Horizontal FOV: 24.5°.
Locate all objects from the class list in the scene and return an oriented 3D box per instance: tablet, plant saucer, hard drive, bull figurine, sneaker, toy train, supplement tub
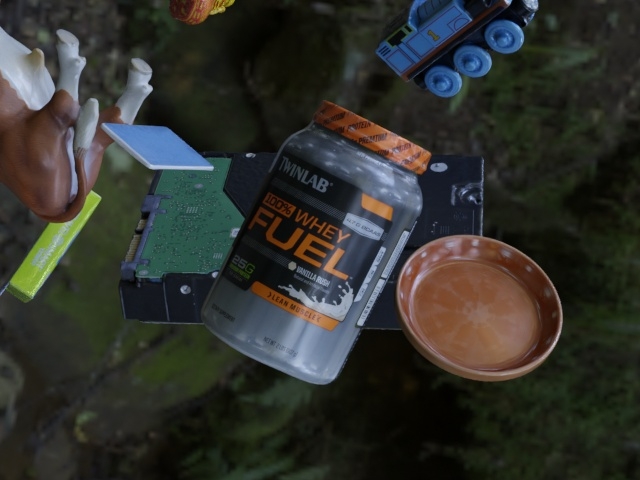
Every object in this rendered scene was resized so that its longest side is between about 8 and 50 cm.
[{"bbox_3d":[-0.116,-0.066,1.052,0.006,0.054,0.083,-57,158,18],"label":"tablet"},{"bbox_3d":[0.077,0.034,0.721,0.013,0.083,0.083,104,4,-51],"label":"plant saucer"},{"bbox_3d":[-0.010,-0.004,1.446,0.237,0.339,0.064,-81,171,-56],"label":"hard drive"},{"bbox_3d":[-0.297,-0.159,1.298,0.188,0.310,0.101,-49,175,27],"label":"bull figurine"},{"bbox_3d":[-0.113,-0.251,1.454,0.175,0.067,0.064,-99,-148,-65],"label":"sneaker"},{"bbox_3d":[0.148,-0.230,1.587,0.184,0.105,0.080,-34,-158,44],"label":"toy train"},{"bbox_3d":[0.000,0.000,1.092,0.190,0.117,0.117,-64,167,3],"label":"supplement tub"}]

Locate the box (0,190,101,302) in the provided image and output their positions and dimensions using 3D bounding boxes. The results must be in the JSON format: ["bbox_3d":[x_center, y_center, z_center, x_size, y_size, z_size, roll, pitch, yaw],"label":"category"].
[{"bbox_3d":[-0.355,0.012,1.907,0.178,0.042,0.109,-57,-170,-13],"label":"box"}]
